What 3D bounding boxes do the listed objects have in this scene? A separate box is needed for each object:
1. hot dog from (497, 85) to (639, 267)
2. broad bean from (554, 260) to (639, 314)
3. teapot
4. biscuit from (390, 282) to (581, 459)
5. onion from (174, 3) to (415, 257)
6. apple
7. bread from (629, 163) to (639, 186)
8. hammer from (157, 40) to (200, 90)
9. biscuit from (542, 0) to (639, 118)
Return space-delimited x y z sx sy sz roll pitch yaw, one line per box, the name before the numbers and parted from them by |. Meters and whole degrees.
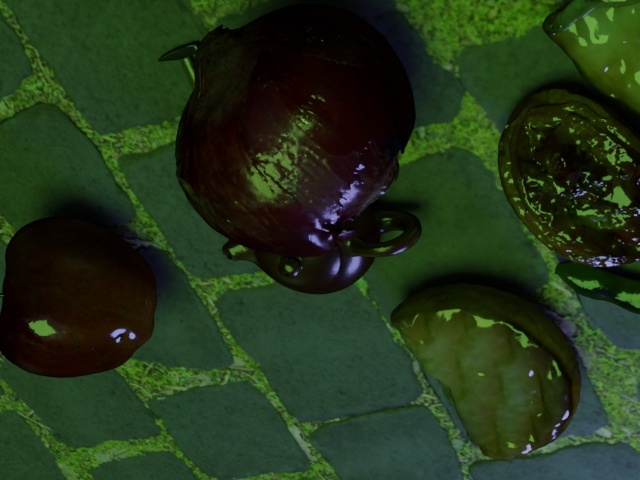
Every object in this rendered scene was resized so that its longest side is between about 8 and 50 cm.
hot dog | 0.295 -0.063 1.083 0.226 0.099 0.160 33 122 -8
broad bean | 0.390 0.058 1.174 0.226 0.039 0.069 4 133 19
teapot | 0.000 0.000 1.229 0.252 0.135 0.178 0 129 24
biscuit | 0.227 0.164 1.288 0.213 0.091 0.274 -11 119 32
onion | -0.031 -0.119 1.058 0.276 0.276 0.276 11 129 14
apple | -0.349 0.088 1.396 0.233 0.234 0.234 11 129 14
bread | 0.430 -0.092 0.939 0.139 0.095 0.268 42 140 -22
hammer | -0.136 -0.152 1.246 0.062 0.013 0.199 -9 121 28
biscuit | 0.377 -0.229 0.937 0.334 0.078 0.329 4 130 20
